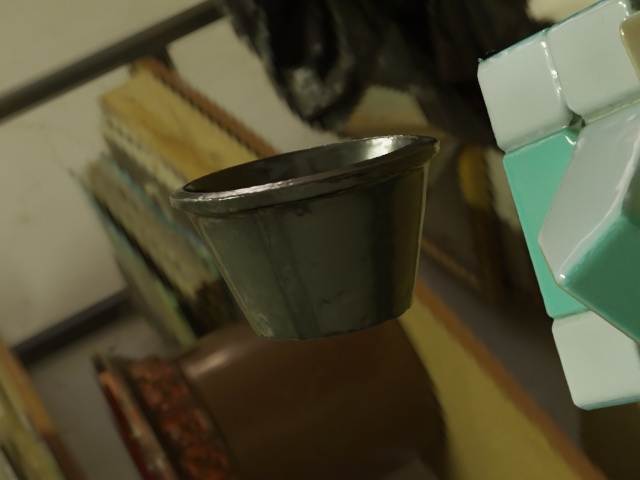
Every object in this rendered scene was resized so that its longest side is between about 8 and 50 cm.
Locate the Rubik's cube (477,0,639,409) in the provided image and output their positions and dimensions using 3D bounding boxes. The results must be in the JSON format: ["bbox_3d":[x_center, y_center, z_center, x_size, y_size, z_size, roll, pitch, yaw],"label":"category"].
[{"bbox_3d":[0.206,-0.044,0.746,0.213,0.265,0.224,-21,86,58],"label":"Rubik's cube"}]

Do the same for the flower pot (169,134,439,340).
[{"bbox_3d":[0.000,0.000,1.605,0.269,0.269,0.166,-169,64,-72],"label":"flower pot"}]
